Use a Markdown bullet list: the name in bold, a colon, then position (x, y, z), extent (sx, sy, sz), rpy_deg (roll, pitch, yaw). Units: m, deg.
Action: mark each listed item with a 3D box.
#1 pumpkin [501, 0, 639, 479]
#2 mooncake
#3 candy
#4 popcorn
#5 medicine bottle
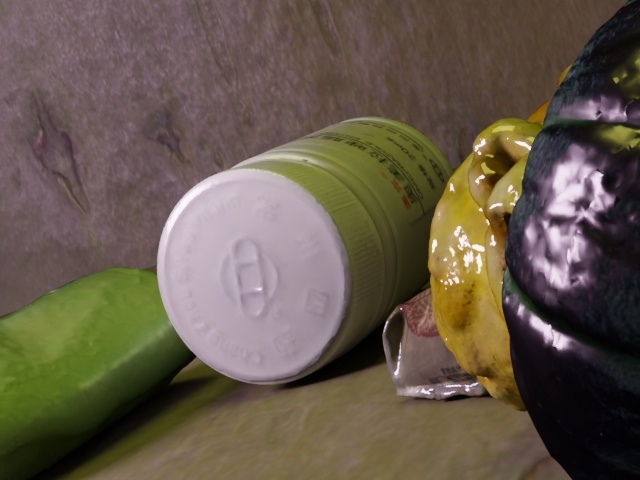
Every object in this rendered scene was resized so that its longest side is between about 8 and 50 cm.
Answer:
- **pumpkin**: position (0.202, 0.009, 0.537), extent (0.248, 0.248, 0.248), rpy_deg (-18, 6, 2)
- **mooncake**: position (0.121, 0.057, 1.004), extent (0.125, 0.073, 0.130), rpy_deg (-21, 8, -36)
- **candy**: position (-0.234, 0.127, 1.264), extent (0.142, 0.132, 0.343), rpy_deg (29, 28, 18)
- **popcorn**: position (0.161, 0.011, 0.761), extent (0.226, 0.200, 0.203), rpy_deg (-19, 31, 17)
- **medicine bottle**: position (0.000, 0.000, 1.322), extent (0.190, 0.190, 0.332), rpy_deg (-16, 6, 23)
